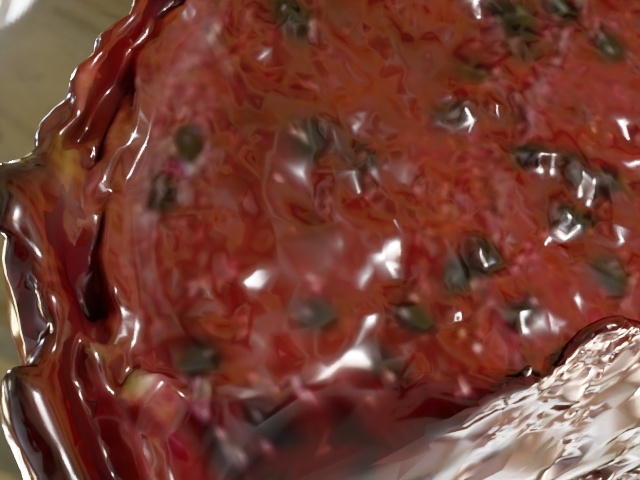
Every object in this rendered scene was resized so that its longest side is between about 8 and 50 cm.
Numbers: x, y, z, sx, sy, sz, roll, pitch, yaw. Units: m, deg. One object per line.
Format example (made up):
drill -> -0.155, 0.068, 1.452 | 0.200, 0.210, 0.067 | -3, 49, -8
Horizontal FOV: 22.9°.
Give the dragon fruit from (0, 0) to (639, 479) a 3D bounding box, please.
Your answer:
dragon fruit -> -0.002, 0.005, 0.625 | 0.329, 0.286, 0.228 | -28, -20, -22
